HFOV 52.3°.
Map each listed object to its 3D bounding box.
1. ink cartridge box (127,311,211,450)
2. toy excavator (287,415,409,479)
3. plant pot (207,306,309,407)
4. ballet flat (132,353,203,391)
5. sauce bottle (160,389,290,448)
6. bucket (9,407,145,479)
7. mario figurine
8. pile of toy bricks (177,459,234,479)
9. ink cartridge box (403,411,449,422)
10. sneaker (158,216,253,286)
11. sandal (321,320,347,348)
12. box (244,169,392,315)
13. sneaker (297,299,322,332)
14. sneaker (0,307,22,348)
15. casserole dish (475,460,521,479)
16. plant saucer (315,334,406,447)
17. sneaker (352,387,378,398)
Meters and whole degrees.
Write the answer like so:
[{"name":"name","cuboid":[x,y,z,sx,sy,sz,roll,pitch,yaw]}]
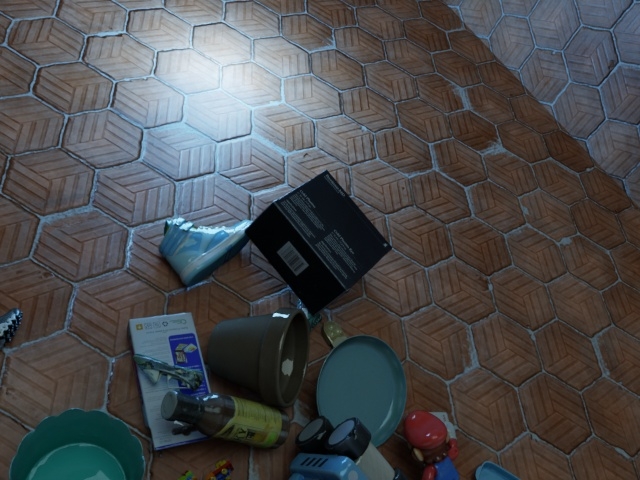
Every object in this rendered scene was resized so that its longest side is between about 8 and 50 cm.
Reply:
[{"name":"ink cartridge box","cuboid":[-0.392,0.369,1.726,0.175,0.069,0.371,-4,54,-27]},{"name":"toy excavator","cuboid":[0.016,0.638,1.476,0.222,0.433,0.445,52,57,-10]},{"name":"plant pot","cuboid":[-0.173,0.306,1.762,0.229,0.263,0.263,3,46,17]},{"name":"ballet flat","cuboid":[-0.395,0.343,1.668,0.188,0.070,0.070,17,49,-7]},{"name":"sauce bottle","cuboid":[-0.235,0.443,1.628,0.344,0.111,0.111,24,44,-36]},{"name":"bucket","cuboid":[-0.542,0.532,1.455,0.281,0.183,0.281,12,50,-15]},{"name":"mario figurine","cuboid":[0.307,0.620,1.789,0.321,0.170,0.198,68,19,3]},{"name":"pile of toy bricks","cuboid":[-0.312,0.600,1.573,0.212,0.118,0.105,-31,41,-21]},{"name":"ink cartridge box","cuboid":[0.315,0.551,1.902,0.122,0.052,0.089,5,53,-18]},{"name":"sneaker","cuboid":[-0.357,-0.021,2.005,0.208,0.127,0.319,43,49,10]},{"name":"sandal","cuboid":[0.096,0.330,1.960,0.088,0.079,0.240,-28,69,-37]},{"name":"box","cuboid":[0.000,0.000,2.036,0.343,0.179,0.312,51,41,2]},{"name":"sneaker","cuboid":[-0.030,0.242,1.988,0.076,0.065,0.167,16,51,-18]},{"name":"sneaker","cuboid":[-0.844,0.245,1.615,0.106,0.078,0.234,30,50,-3]},{"name":"casserole dish","cuboid":[0.520,0.719,1.872,0.188,0.037,0.114,31,49,3]},{"name":"plant saucer","cuboid":[0.110,0.426,1.836,0.317,0.043,0.318,6,80,-34]},{"name":"sneaker","cuboid":[0.100,0.427,1.889,0.170,0.075,0.063,21,49,-7]}]
